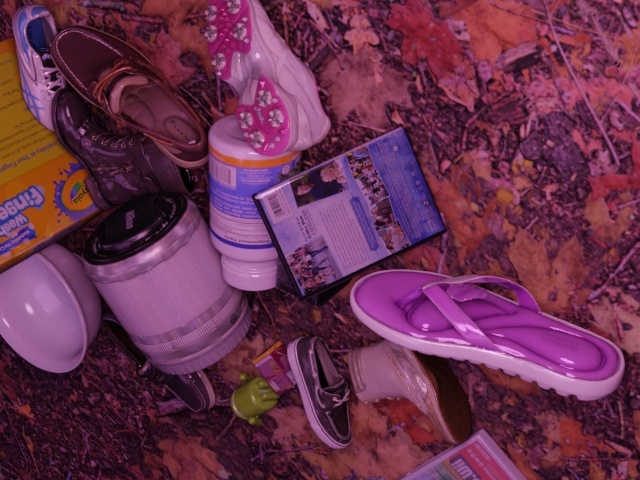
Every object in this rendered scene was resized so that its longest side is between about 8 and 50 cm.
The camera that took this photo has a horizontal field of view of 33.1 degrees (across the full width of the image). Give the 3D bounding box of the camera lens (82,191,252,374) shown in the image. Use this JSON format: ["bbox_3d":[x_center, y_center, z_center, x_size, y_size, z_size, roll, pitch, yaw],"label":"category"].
[{"bbox_3d":[-0.266,0.069,1.881,0.219,0.219,0.274,-3,127,38],"label":"camera lens"}]

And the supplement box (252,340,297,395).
[{"bbox_3d":[-0.076,0.236,1.982,0.083,0.043,0.055,54,133,0],"label":"supplement box"}]

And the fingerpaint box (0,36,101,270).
[{"bbox_3d":[-0.649,-0.113,1.933,0.163,0.445,0.371,-30,96,44],"label":"fingerpaint box"}]

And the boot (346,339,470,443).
[{"bbox_3d":[0.146,0.256,1.807,0.165,0.077,0.213,-28,92,42],"label":"boot"}]

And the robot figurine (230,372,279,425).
[{"bbox_3d":[-0.126,0.299,2.038,0.115,0.067,0.101,-35,65,43],"label":"robot figurine"}]

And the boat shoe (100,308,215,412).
[{"bbox_3d":[-0.327,0.240,2.136,0.285,0.092,0.103,50,133,2],"label":"boat shoe"}]

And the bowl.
[{"bbox_3d":[-0.545,0.110,2.196,0.298,0.134,0.297,18,125,28],"label":"bowl"}]

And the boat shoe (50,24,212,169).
[{"bbox_3d":[-0.317,-0.252,1.797,0.342,0.123,0.123,42,176,5],"label":"boat shoe"}]

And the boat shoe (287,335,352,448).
[{"bbox_3d":[0.012,0.272,1.914,0.070,0.078,0.219,-15,104,42],"label":"boat shoe"}]

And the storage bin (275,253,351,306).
[{"bbox_3d":[0.000,0.000,1.736,0.084,0.122,0.180,24,127,25],"label":"storage bin"}]

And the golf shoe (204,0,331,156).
[{"bbox_3d":[-0.082,-0.267,1.659,0.115,0.140,0.306,-33,70,42],"label":"golf shoe"}]

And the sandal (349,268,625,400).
[{"bbox_3d":[0.250,0.106,1.591,0.416,0.169,0.102,17,128,14],"label":"sandal"}]

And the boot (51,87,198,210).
[{"bbox_3d":[-0.343,-0.176,1.928,0.229,0.091,0.263,-13,111,35],"label":"boot"}]

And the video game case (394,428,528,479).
[{"bbox_3d":[0.256,0.464,1.879,0.204,0.025,0.285,49,133,3],"label":"video game case"}]

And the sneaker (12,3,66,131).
[{"bbox_3d":[-0.498,-0.308,1.948,0.086,0.085,0.237,17,123,53],"label":"sneaker"}]

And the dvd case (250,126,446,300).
[{"bbox_3d":[0.046,-0.040,1.628,0.180,0.253,0.022,66,174,-13],"label":"dvd case"}]

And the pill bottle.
[{"bbox_3d":[-0.107,-0.059,1.761,0.152,0.152,0.272,20,126,27],"label":"pill bottle"}]
